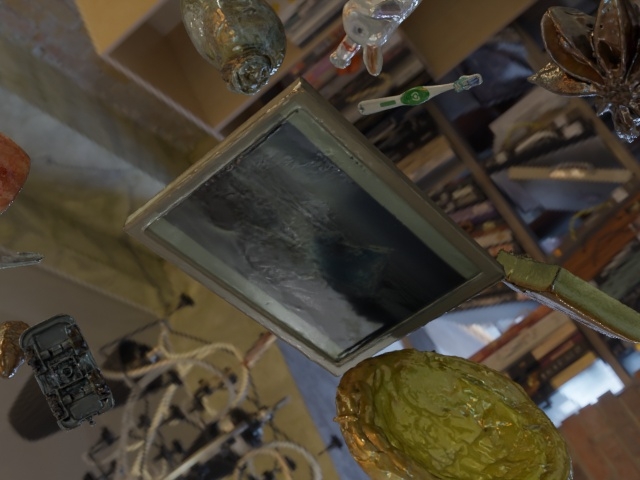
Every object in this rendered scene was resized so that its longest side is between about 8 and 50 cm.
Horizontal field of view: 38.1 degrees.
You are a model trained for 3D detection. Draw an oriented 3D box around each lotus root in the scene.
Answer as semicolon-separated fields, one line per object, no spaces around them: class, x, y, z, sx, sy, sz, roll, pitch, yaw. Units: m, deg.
lotus root;-0.175;-0.427;1.784;0.175;0.175;0.349;30;-156;-57

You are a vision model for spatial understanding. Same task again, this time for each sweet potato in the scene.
sweet potato;-0.679;0.229;2.045;0.092;0.114;0.341;26;174;-20

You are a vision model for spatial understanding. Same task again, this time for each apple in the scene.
apple;-0.800;-0.143;2.016;0.163;0.293;0.251;52;-158;-39

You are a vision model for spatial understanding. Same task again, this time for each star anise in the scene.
star anise;0.472;-0.257;1.436;0.315;0.108;0.315;22;156;11

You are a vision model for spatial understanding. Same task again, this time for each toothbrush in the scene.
toothbrush;0.155;-0.237;1.522;0.030;0.030;0.304;46;156;-23

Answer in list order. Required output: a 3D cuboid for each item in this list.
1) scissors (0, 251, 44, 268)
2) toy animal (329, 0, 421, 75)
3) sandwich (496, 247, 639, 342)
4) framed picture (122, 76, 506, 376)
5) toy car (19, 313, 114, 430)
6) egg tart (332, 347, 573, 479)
scissors;-0.610;0.040;1.422;0.191;0.360;0.029;-112;23;-43
toy animal;0.096;-0.433;1.740;0.138;0.282;0.140;18;-150;-43
sandwich;0.419;0.100;1.563;0.212;0.063;0.245;30;-179;-13
framed picture;0.002;0.013;1.281;0.446;0.326;0.028;38;-152;-32
toy car;-0.419;0.223;1.547;0.191;0.097;0.100;63;166;3
egg tart;0.172;0.290;1.298;0.345;0.132;0.345;15;-146;-10
